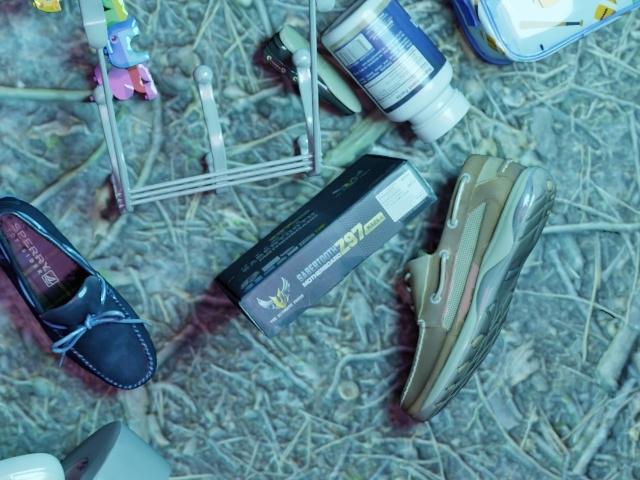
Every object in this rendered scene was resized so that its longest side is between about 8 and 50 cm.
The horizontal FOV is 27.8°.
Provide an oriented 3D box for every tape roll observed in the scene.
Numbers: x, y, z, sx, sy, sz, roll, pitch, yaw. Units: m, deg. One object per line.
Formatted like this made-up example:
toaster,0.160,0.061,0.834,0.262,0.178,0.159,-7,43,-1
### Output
tape roll,-0.257,0.294,1.356,0.072,0.219,0.219,44,85,-12

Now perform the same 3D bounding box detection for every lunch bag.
lunch bag,0.227,-0.362,1.456,0.243,0.115,0.303,-27,101,-6

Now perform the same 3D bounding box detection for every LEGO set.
LEGO set,-0.253,-0.245,1.373,0.093,0.087,0.227,-22,98,-10

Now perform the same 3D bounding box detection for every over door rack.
over door rack,-0.112,-0.165,1.324,0.239,0.324,0.108,-12,59,-10

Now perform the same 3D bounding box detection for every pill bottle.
pill bottle,0.088,-0.193,1.449,0.094,0.094,0.169,-43,103,-5

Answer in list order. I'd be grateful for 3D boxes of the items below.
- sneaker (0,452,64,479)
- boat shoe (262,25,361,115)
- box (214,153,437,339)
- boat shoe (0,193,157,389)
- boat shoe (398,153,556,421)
sneaker,-0.363,0.322,1.254,0.290,0.123,0.106,-31,146,-17
boat shoe,-0.008,-0.185,1.457,0.133,0.049,0.042,39,122,-22
box,0.000,0.000,1.402,0.232,0.183,0.059,-39,101,-5
boat shoe,-0.278,0.068,1.396,0.109,0.089,0.258,-46,103,-5
boat shoe,0.158,0.051,1.490,0.116,0.123,0.324,26,99,20
